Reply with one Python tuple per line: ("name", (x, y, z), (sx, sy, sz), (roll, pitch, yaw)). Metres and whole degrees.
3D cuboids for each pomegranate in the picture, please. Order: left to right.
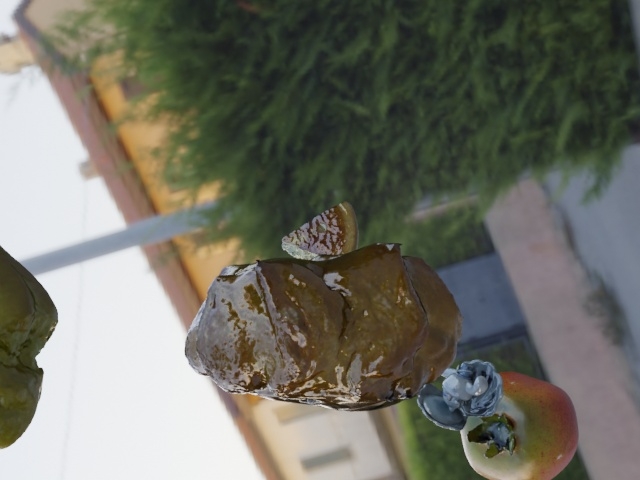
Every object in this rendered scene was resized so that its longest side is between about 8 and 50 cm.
("pomegranate", (0.357, 0.352, 2.017), (0.257, 0.221, 0.220), (9, -119, -54))

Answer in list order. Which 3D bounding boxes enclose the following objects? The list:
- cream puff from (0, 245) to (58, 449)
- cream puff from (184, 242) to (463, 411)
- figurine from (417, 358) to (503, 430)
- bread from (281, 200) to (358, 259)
("cream puff", (-0.545, 0.109, 1.521), (0.378, 0.379, 0.275), (-102, 28, -63))
("cream puff", (0.002, 0.086, 1.038), (0.241, 0.269, 0.154), (139, 125, -86))
("figurine", (0.171, 0.180, 1.320), (0.082, 0.086, 0.094), (16, -151, -37))
("bread", (0.021, -0.014, 1.996), (0.136, 0.154, 0.054), (-59, -31, -22))
